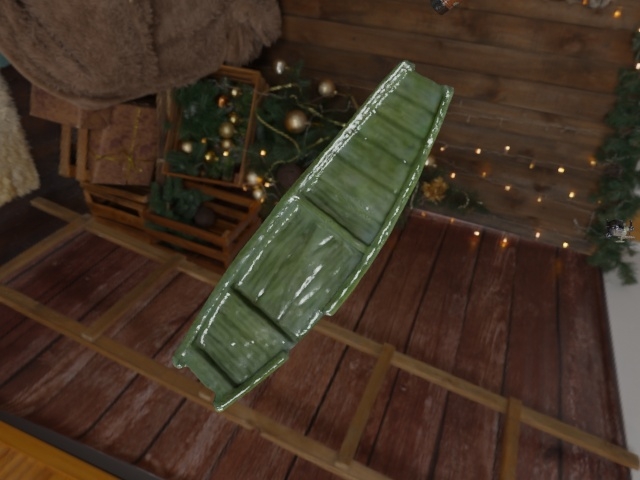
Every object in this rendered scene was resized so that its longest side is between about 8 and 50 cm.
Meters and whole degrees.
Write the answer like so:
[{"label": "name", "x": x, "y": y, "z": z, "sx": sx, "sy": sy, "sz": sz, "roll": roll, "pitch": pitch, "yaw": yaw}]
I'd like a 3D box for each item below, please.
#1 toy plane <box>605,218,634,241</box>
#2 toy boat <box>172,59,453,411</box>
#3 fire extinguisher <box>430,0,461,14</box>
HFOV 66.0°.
[{"label": "toy plane", "x": 0.590, "y": -0.019, "z": 0.969, "sx": 0.120, "sy": 0.049, "sz": 0.031, "roll": 24, "pitch": 69, "yaw": -55}, {"label": "toy boat", "x": 0.000, "y": 0.000, "z": 0.387, "sx": 0.293, "sy": 0.093, "sz": 0.055, "roll": -53, "pitch": 160, "yaw": 4}, {"label": "fire extinguisher", "x": 0.294, "y": -0.504, "z": 0.946, "sx": 0.062, "sy": 0.177, "sz": 0.050, "roll": -36, "pitch": 100, "yaw": -42}]
